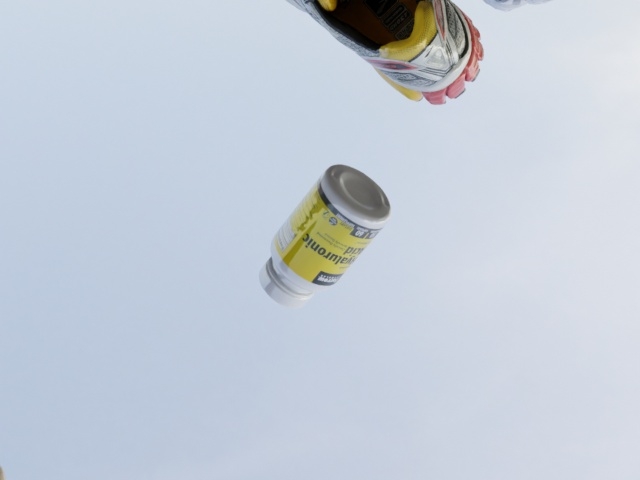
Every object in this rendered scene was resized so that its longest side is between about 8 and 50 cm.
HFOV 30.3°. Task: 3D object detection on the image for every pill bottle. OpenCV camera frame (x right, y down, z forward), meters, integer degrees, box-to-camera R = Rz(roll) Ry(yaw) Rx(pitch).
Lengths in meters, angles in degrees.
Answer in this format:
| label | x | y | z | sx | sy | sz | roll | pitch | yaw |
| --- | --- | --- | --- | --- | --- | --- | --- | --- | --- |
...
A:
| label | x | y | z | sx | sy | sz | roll | pitch | yaw |
| --- | --- | --- | --- | --- | --- | --- | --- | --- | --- |
| pill bottle | 0.000 | 0.000 | 0.948 | 0.065 | 0.116 | 0.065 | 27 | -147 | -19 |

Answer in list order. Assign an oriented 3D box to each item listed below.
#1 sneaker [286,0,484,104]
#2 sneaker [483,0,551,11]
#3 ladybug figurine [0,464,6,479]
| label | x | y | z | sx | sy | sz | roll | pitch | yaw |
| --- | --- | --- | --- | --- | --- | --- | --- | --- | --- |
| sneaker | 0.015 | -0.186 | 0.796 | 0.225 | 0.088 | 0.092 | 42 | -172 | 24 |
| sneaker | 0.080 | -0.199 | 0.271 | 0.137 | 0.210 | 0.366 | -30 | 179 | -12 |
| ladybug figurine | -0.441 | 0.214 | 0.862 | 0.449 | 0.305 | 0.162 | -4 | -145 | -34 |
